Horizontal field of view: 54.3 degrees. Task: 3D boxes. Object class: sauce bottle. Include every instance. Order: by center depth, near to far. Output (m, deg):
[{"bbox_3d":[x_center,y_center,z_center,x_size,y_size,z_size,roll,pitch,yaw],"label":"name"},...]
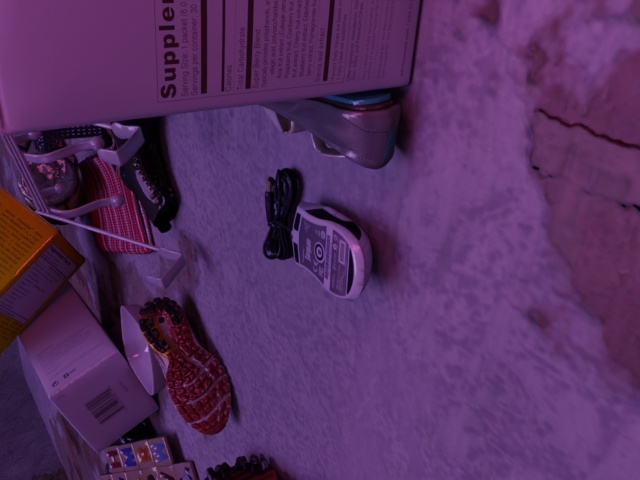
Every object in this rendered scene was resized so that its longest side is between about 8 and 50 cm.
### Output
[{"bbox_3d":[-0.549,-0.091,1.289,0.344,0.111,0.111,-25,82,68],"label":"sauce bottle"}]

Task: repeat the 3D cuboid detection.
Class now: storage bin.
[{"bbox_3d":[-0.435,-0.227,1.066,0.180,0.122,0.084,48,140,46],"label":"storage bin"}]

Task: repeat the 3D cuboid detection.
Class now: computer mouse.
[{"bbox_3d":[0.000,0.000,0.602,0.193,0.042,0.106,34,126,52],"label":"computer mouse"}]

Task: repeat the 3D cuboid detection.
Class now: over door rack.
[{"bbox_3d":[-0.319,-0.100,0.872,0.324,0.108,0.239,25,143,28],"label":"over door rack"}]

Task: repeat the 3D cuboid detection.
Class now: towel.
[{"bbox_3d":[-0.385,-0.070,1.160,0.275,0.031,0.198,0,104,56],"label":"towel"}]

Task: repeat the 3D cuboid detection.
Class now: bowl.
[{"bbox_3d":[-0.314,0.195,1.144,0.142,0.053,0.142,36,130,45],"label":"bowl"}]

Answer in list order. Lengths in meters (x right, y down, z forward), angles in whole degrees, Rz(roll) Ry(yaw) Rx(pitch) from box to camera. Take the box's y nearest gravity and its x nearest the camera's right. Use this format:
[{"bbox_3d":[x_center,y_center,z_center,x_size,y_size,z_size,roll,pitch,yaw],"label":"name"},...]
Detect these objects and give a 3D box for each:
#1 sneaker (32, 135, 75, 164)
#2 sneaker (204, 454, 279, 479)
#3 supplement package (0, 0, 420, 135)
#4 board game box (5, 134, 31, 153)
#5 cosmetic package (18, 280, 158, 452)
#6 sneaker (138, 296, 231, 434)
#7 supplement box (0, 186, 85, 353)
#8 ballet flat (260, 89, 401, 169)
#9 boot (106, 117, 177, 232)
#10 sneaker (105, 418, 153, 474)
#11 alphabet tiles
[{"bbox_3d":[-0.604,-0.184,1.409,0.170,0.063,0.074,39,127,36],"label":"sneaker"},{"bbox_3d":[-0.070,0.370,0.808,0.276,0.098,0.135,-1,100,55],"label":"sneaker"},{"bbox_3d":[-0.093,-0.195,0.422,0.177,0.293,0.175,37,132,45],"label":"supplement package"},{"bbox_3d":[-0.661,-0.285,1.407,0.170,0.048,0.141,-36,39,56],"label":"board game box"},{"bbox_3d":[-0.516,0.250,1.332,0.366,0.155,0.196,34,152,46],"label":"cosmetic package"},{"bbox_3d":[-0.202,0.194,0.965,0.225,0.088,0.092,59,165,22],"label":"sneaker"},{"bbox_3d":[-0.678,0.091,1.225,0.195,0.356,0.194,35,162,8],"label":"supplement box"},{"bbox_3d":[-0.014,-0.116,0.545,0.213,0.072,0.068,36,137,44],"label":"ballet flat"},{"bbox_3d":[-0.247,-0.114,0.906,0.137,0.077,0.198,55,156,20],"label":"boot"},{"bbox_3d":[-0.413,0.465,1.369,0.130,0.109,0.286,-17,91,51],"label":"sneaker"},{"bbox_3d":[-0.337,0.546,1.266,0.343,0.011,0.285,-23,84,38],"label":"alphabet tiles"}]
